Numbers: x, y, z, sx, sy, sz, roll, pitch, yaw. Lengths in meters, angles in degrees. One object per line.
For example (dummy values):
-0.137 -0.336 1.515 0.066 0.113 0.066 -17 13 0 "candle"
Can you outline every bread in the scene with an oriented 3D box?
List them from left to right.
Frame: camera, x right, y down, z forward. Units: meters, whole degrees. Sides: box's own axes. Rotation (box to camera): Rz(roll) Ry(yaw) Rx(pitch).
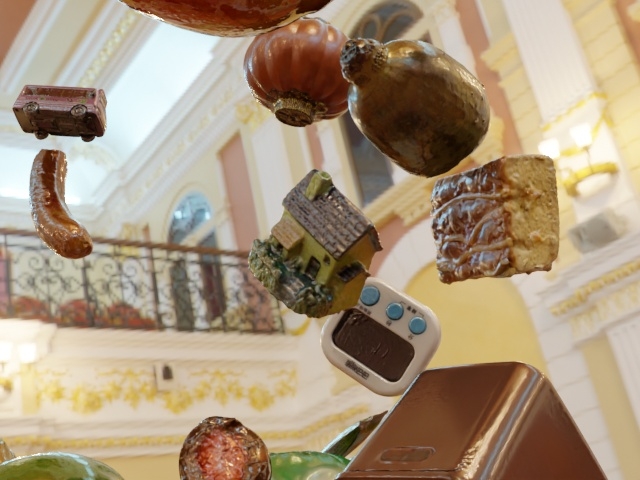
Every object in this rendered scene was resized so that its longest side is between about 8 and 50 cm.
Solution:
0.265 -0.027 1.410 0.114 0.185 0.274 -2 -4 -14 "bread"

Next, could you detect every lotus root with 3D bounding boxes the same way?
0.133 -0.192 1.276 0.173 0.173 0.309 -26 -28 28 "lotus root"

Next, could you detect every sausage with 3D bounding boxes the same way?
-0.538 -0.068 1.811 0.103 0.302 0.076 -29 -38 2 "sausage"

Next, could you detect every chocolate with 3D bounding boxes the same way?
-0.127 0.315 1.197 0.124 0.133 0.127 -30 -59 21 "chocolate"

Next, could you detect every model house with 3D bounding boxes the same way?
0.000 0.000 1.595 0.170 0.194 0.211 -10 -47 -40 "model house"

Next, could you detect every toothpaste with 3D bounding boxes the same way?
0.039 0.388 1.664 0.078 0.047 0.248 -13 -29 -43 "toothpaste"

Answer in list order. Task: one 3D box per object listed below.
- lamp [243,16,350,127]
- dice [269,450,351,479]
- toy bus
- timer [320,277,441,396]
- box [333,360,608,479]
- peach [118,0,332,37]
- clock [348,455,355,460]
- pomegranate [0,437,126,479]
-0.029 -0.306 1.611 0.223 0.197 0.223 11 -19 4 "lamp"
-0.043 0.555 1.532 0.300 0.297 0.287 -3 -53 2 "dice"
-0.524 -0.266 1.818 0.178 0.098 0.087 5 -36 7 "toy bus"
0.143 0.228 2.116 0.237 0.262 0.087 -59 -20 2 "timer"
0.224 0.351 1.169 0.239 0.339 0.229 -13 26 46 "box"
-0.115 -0.405 0.976 0.370 0.370 0.370 -11 -23 -5 "peach"
0.150 0.585 2.115 0.211 0.159 0.066 8 -44 -44 "clock"
-0.417 0.403 1.318 0.309 0.358 0.216 11 -67 -50 "pomegranate"
